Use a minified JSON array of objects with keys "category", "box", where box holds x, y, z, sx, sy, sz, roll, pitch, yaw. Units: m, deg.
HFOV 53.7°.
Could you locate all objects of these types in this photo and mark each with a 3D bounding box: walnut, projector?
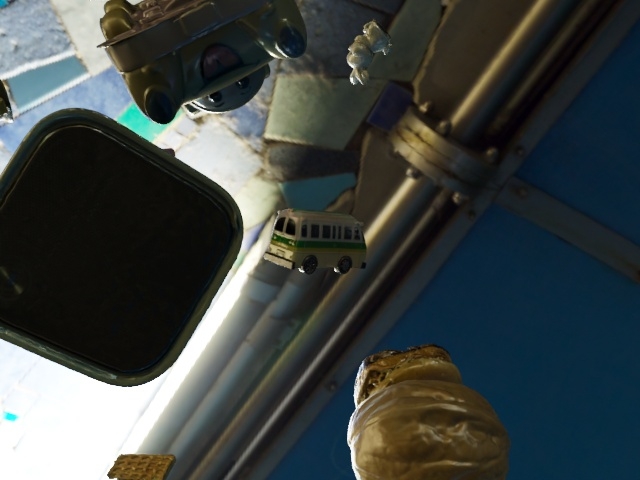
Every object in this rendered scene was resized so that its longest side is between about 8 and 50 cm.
[{"category":"walnut","box":[0.174,0.330,1.009,0.225,0.260,0.225,180,-90,-90]},{"category":"projector","box":[-0.263,-0.004,0.761,0.248,0.248,0.249,-60,-157,-3]}]

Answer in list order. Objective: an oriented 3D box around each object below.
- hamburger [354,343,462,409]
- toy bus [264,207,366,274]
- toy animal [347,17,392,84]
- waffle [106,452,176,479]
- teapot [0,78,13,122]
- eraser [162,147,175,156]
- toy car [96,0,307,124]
[{"category":"hamburger","box":[0.250,0.431,1.815,0.174,0.304,0.284,-119,-160,-48]},{"category":"toy bus","box":[0.000,0.000,1.895,0.143,0.305,0.179,17,-80,47]},{"category":"toy animal","box":[0.097,-0.414,1.385,0.124,0.085,0.071,-48,-159,5]},{"category":"waffle","box":[-0.387,0.492,1.356,0.092,0.134,0.021,-70,155,-68]},{"category":"teapot","box":[-0.499,-0.189,0.885,0.165,0.119,0.130,39,-36,41]},{"category":"eraser","box":[-0.545,-0.123,1.813,0.359,0.122,0.272,-32,124,-70]},{"category":"toy car","box":[-0.157,-0.267,0.899,0.242,0.226,0.336,-27,-148,-3]}]
